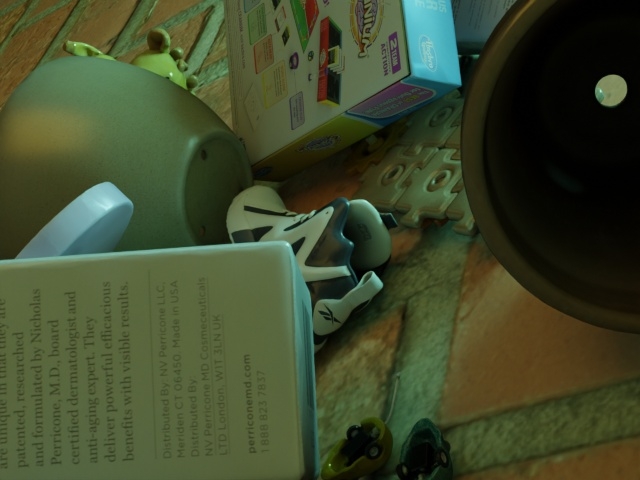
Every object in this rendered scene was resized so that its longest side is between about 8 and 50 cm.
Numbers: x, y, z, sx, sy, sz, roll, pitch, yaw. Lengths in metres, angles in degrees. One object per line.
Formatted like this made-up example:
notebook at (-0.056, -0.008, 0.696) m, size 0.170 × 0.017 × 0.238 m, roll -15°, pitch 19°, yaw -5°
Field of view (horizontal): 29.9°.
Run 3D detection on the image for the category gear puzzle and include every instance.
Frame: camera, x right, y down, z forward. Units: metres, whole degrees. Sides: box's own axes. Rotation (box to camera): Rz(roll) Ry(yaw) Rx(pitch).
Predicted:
gear puzzle at (0.119, -0.073, 1.148) m, size 0.175 × 0.044 × 0.339 m, roll -50°, pitch 27°, yaw -15°

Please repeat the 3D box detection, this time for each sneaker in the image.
sneaker at (0.000, 0.000, 1.125) m, size 0.153 × 0.094 × 0.235 m, roll -31°, pitch 29°, yaw 13°

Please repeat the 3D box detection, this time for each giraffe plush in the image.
giraffe plush at (-0.259, -0.198, 1.657) m, size 0.171 × 0.181 × 0.210 m, roll -10°, pitch 56°, yaw 26°

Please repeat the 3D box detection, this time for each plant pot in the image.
plant pot at (0.227, -0.089, 0.862) m, size 0.263 × 0.263 × 0.229 m, roll -34°, pitch 10°, yaw 11°
plant pot at (-0.184, -0.053, 1.271) m, size 0.191 × 0.284 × 0.284 m, roll 5°, pitch 49°, yaw 30°

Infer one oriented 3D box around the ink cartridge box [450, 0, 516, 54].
ink cartridge box at (0.198, -0.359, 1.273) m, size 0.330 × 0.071 × 0.324 m, roll 14°, pitch 90°, yaw 55°

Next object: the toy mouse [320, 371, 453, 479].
toy mouse at (0.050, 0.183, 0.866) m, size 0.161 × 0.031 × 0.143 m, roll -47°, pitch 28°, yaw -12°

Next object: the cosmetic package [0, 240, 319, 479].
cosmetic package at (-0.233, 0.110, 0.867) m, size 0.454 × 0.230 × 0.161 m, roll -4°, pitch 79°, yaw 3°

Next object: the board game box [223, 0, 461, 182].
board game box at (0.009, -0.221, 1.261) m, size 0.317 × 0.064 × 0.242 m, roll -23°, pitch 67°, yaw 52°

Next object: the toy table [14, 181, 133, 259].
toy table at (-0.214, 0.094, 1.097) m, size 0.252 × 0.161 × 0.274 m, roll -43°, pitch -4°, yaw -42°
